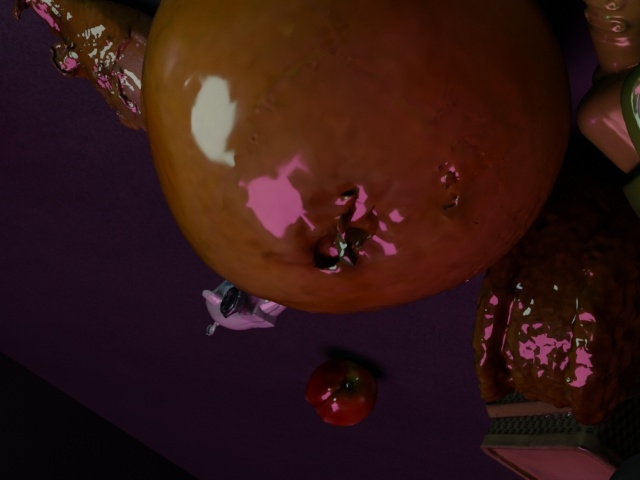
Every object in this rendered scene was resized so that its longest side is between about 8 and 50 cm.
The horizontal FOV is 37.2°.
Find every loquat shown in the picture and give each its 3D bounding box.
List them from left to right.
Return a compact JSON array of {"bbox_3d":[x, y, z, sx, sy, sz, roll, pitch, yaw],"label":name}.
[{"bbox_3d":[0.021,-0.083,0.582,0.263,0.263,0.263,22,155,11],"label":"loquat"}]

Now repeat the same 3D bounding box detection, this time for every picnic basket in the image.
[{"bbox_3d":[0.311,0.202,0.953,0.266,0.139,0.165,35,155,-18],"label":"picnic basket"}]

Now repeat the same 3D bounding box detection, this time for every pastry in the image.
[{"bbox_3d":[0.188,0.040,0.698,0.103,0.189,0.189,16,154,27],"label":"pastry"}]

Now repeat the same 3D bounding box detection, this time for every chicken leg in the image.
[{"bbox_3d":[-0.181,-0.164,0.809,0.207,0.085,0.101,35,167,2],"label":"chicken leg"}]

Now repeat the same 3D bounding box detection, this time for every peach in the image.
[{"bbox_3d":[0.030,0.212,1.320,0.100,0.101,0.101,22,155,11],"label":"peach"}]

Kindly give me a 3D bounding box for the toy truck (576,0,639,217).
[{"bbox_3d":[0.210,-0.083,0.506,0.210,0.148,0.187,40,165,24],"label":"toy truck"}]

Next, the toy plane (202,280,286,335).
[{"bbox_3d":[-0.034,0.060,1.069,0.273,0.107,0.182,3,152,34],"label":"toy plane"}]

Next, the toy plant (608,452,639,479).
[{"bbox_3d":[0.312,0.229,0.754,0.279,0.400,0.185,56,141,11],"label":"toy plant"}]
